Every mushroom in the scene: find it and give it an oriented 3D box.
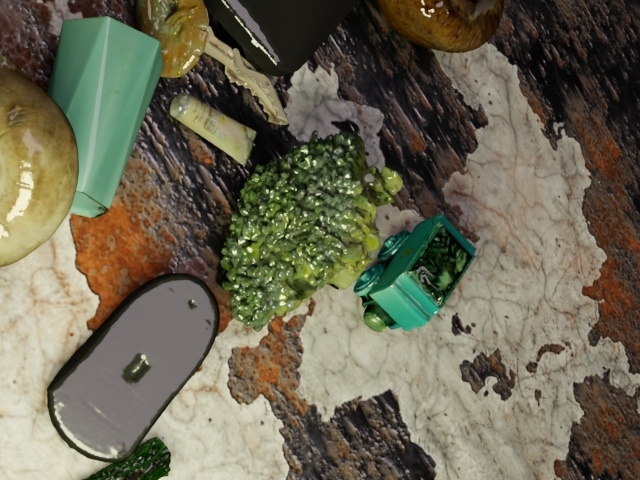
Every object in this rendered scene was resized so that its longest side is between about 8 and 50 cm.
[{"bbox_3d":[0.201,-0.445,1.781,0.263,0.195,0.283,24,83,-36],"label":"mushroom"},{"bbox_3d":[-0.396,-0.093,1.265,0.184,0.255,0.255,-4,81,-46],"label":"mushroom"}]

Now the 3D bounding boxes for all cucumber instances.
[{"bbox_3d":[-0.272,0.312,1.361,0.187,0.058,0.058,-25,93,-35],"label":"cucumber"}]

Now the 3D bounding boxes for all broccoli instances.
[{"bbox_3d":[0.000,0.000,1.542,0.245,0.288,0.248,32,24,-41],"label":"broccoli"}]

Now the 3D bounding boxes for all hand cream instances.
[{"bbox_3d":[-0.154,-0.164,1.572,0.143,0.039,0.061,29,61,-31],"label":"hand cream"}]

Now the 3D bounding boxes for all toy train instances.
[{"bbox_3d":[0.143,0.050,1.649,0.107,0.154,0.198,46,59,-13],"label":"toy train"}]

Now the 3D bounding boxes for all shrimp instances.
[{"bbox_3d":[-0.214,-0.333,1.527,0.051,0.115,0.217,9,65,-69],"label":"shrimp"}]

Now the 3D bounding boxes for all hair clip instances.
[{"bbox_3d":[-0.122,-0.260,1.616,0.226,0.034,0.072,40,59,-21],"label":"hair clip"}]

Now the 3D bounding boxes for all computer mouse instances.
[{"bbox_3d":[-0.239,0.160,1.402,0.137,0.086,0.269,42,67,-9],"label":"computer mouse"}]

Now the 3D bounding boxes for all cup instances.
[{"bbox_3d":[-0.296,-0.154,1.420,0.148,0.134,0.235,19,72,-26],"label":"cup"}]

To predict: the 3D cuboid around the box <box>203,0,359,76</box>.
[{"bbox_3d":[-0.080,-0.424,1.650,0.290,0.073,0.289,48,53,-16],"label":"box"}]
